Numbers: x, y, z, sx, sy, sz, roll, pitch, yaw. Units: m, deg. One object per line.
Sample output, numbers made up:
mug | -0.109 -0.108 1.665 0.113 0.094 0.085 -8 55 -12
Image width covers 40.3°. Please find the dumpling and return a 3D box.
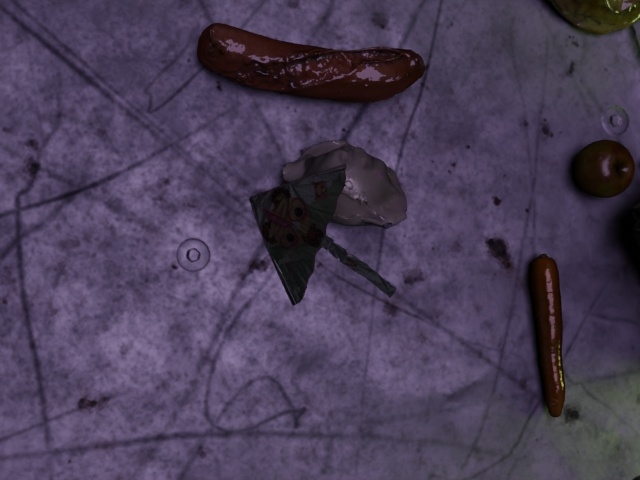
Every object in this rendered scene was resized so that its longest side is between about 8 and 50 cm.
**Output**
dumpling | 0.042 -0.087 1.228 0.188 0.108 0.127 20 58 5

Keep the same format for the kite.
kite | 0.001 0.000 1.190 0.250 0.012 0.229 32 119 17

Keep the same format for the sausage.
sausage | -0.011 -0.245 1.232 0.327 0.079 0.087 6 100 -12

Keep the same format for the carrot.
carrot | 0.345 0.143 1.311 0.043 0.043 0.247 -5 90 -13

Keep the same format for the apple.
apple | 0.433 -0.109 1.328 0.090 0.074 0.089 1 87 -15

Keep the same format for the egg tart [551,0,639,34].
egg tart | 0.450 -0.439 1.332 0.252 0.098 0.231 -21 100 -6

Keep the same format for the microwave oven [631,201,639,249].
microwave oven | 0.676 0.049 1.189 0.247 0.394 0.333 -36 107 -13
